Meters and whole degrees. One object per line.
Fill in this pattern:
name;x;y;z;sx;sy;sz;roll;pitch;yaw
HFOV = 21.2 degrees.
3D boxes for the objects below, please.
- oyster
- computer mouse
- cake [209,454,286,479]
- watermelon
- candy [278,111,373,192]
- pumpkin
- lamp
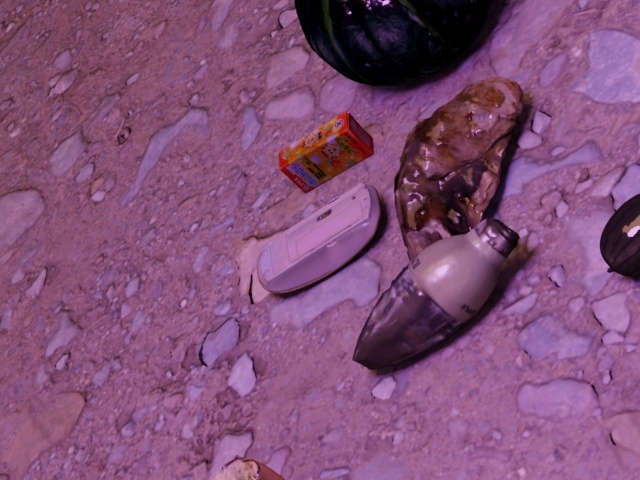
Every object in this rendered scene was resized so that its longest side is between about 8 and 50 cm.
oyster;0.163;-0.070;2.118;0.166;0.094;0.294;-11;55;29
computer mouse;0.001;0.001;2.250;0.199;0.045;0.102;-34;37;19
cake;-0.057;0.364;1.971;0.109;0.090;0.225;-38;55;10
watermelon;0.351;-0.006;1.864;0.111;0.078;0.078;-45;35;5
candy;0.008;-0.120;2.345;0.122;0.062;0.038;-29;39;23
pumpkin;0.094;-0.363;2.339;0.315;0.238;0.315;-23;44;24
lamp;0.133;0.066;2.010;0.250;0.101;0.101;-45;34;16
